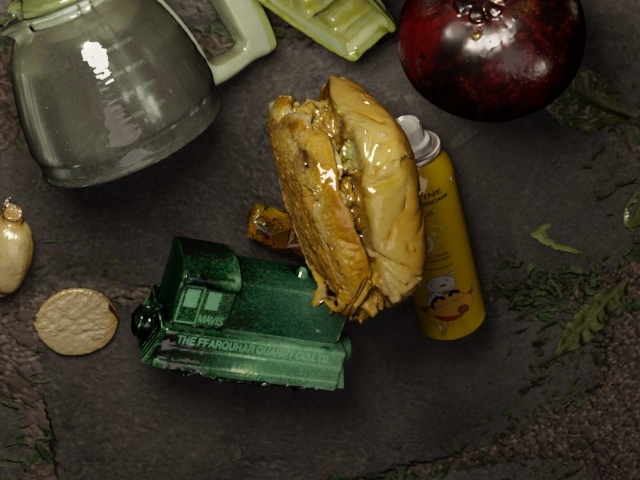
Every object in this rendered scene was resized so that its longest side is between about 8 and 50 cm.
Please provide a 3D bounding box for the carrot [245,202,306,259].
[{"bbox_3d":[0.000,0.000,2.055,0.228,0.069,0.069,16,119,-22],"label":"carrot"}]

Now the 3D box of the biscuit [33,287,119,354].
[{"bbox_3d":[-0.345,0.116,2.073,0.120,0.015,0.120,-6,125,-9],"label":"biscuit"}]

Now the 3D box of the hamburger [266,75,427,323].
[{"bbox_3d":[0.031,-0.057,1.877,0.158,0.318,0.319,-14,126,-10],"label":"hamburger"}]

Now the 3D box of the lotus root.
[{"bbox_3d":[-0.419,0.015,1.953,0.062,0.073,0.150,-28,142,-51],"label":"lotus root"}]

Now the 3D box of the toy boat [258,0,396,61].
[{"bbox_3d":[-0.024,-0.326,1.791,0.111,0.084,0.276,-33,137,30],"label":"toy boat"}]

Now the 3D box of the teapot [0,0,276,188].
[{"bbox_3d":[-0.226,-0.225,1.743,0.321,0.239,0.239,-20,115,5],"label":"teapot"}]

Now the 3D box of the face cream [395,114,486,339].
[{"bbox_3d":[0.153,-0.021,2.048,0.105,0.105,0.349,-18,126,-2],"label":"face cream"}]

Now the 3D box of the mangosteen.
[{"bbox_3d":[0.220,-0.248,1.860,0.235,0.235,0.261,-25,159,4],"label":"mangosteen"}]

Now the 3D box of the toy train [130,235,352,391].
[{"bbox_3d":[-0.098,0.106,2.058,0.330,0.138,0.178,9,117,-20],"label":"toy train"}]
